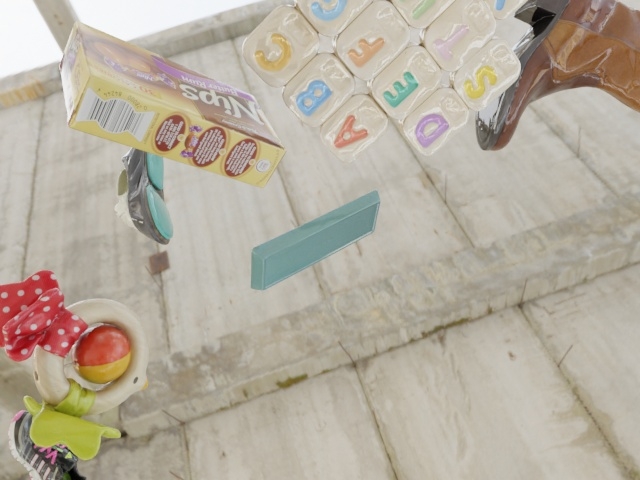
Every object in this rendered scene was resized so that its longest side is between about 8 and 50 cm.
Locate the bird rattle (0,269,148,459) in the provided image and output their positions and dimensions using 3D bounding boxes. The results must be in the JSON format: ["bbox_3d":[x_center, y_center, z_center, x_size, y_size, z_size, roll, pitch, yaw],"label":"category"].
[{"bbox_3d":[-0.342,0.161,0.765,0.143,0.254,0.206,-11,-177,39],"label":"bird rattle"}]

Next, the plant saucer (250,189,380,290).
[{"bbox_3d":[0.000,0.000,0.656,0.192,0.067,0.018,-28,-127,-32],"label":"plant saucer"}]

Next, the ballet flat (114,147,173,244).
[{"bbox_3d":[-0.249,-0.061,0.762,0.074,0.074,0.203,-18,-129,-3],"label":"ballet flat"}]

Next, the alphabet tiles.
[{"bbox_3d":[0.075,-0.218,0.525,0.278,0.284,0.021,-41,-149,12],"label":"alphabet tiles"}]

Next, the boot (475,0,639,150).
[{"bbox_3d":[0.383,-0.217,0.780,0.280,0.096,0.264,18,-86,-11],"label":"boot"}]

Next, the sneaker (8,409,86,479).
[{"bbox_3d":[-0.415,0.332,0.847,0.074,0.171,0.063,-12,-163,11],"label":"sneaker"}]

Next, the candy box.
[{"bbox_3d":[-0.132,-0.119,0.502,0.186,0.053,0.109,13,-147,-38],"label":"candy box"}]
